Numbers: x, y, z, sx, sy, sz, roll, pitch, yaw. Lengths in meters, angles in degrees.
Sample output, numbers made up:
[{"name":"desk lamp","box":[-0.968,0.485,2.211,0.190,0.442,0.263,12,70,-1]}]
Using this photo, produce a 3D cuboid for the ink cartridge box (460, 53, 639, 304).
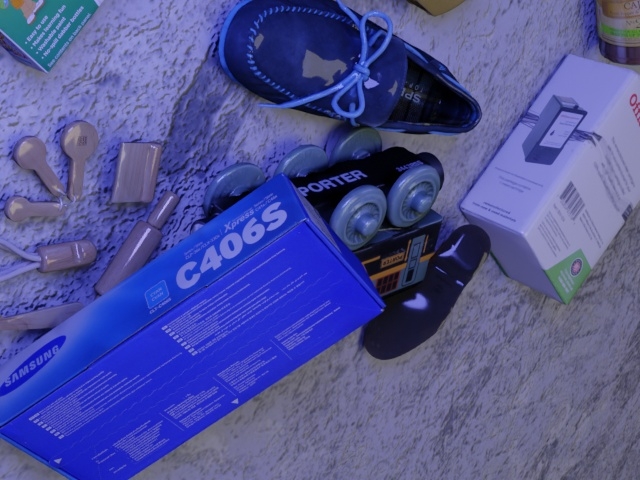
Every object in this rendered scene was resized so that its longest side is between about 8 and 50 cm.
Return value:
[{"name":"ink cartridge box","box":[0.339,-0.083,1.537,0.273,0.115,0.198,-53,138,-11]}]

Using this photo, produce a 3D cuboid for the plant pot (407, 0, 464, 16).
[{"name":"plant pot","box":[0.123,-0.296,1.238,0.081,0.081,0.083,26,102,-49]}]

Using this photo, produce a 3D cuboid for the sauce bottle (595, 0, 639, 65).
[{"name":"sauce bottle","box":[0.401,-0.394,1.448,0.111,0.111,0.344,-37,131,-27]}]

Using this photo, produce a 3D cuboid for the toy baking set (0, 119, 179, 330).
[{"name":"toy baking set","box":[-0.243,0.002,1.054,0.197,0.030,0.256,34,84,-46]}]

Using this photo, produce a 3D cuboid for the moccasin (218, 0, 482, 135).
[{"name":"moccasin","box":[0.050,-0.185,1.187,0.342,0.117,0.137,3,107,-45]}]

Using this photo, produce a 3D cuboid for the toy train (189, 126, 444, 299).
[{"name":"toy train","box":[0.000,0.000,1.226,0.334,0.142,0.190,-20,133,-38]}]

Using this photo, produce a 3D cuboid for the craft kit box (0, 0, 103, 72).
[{"name":"craft kit box","box":[-0.232,-0.303,0.888,0.250,0.061,0.246,-56,136,-9]}]

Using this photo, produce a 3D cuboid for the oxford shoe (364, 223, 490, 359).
[{"name":"oxford shoe","box":[0.138,0.072,1.452,0.212,0.076,0.076,-46,177,-5]}]

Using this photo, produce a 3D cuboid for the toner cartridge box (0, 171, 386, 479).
[{"name":"toner cartridge box","box":[-0.127,0.097,1.070,0.348,0.075,0.165,-34,135,7]}]
